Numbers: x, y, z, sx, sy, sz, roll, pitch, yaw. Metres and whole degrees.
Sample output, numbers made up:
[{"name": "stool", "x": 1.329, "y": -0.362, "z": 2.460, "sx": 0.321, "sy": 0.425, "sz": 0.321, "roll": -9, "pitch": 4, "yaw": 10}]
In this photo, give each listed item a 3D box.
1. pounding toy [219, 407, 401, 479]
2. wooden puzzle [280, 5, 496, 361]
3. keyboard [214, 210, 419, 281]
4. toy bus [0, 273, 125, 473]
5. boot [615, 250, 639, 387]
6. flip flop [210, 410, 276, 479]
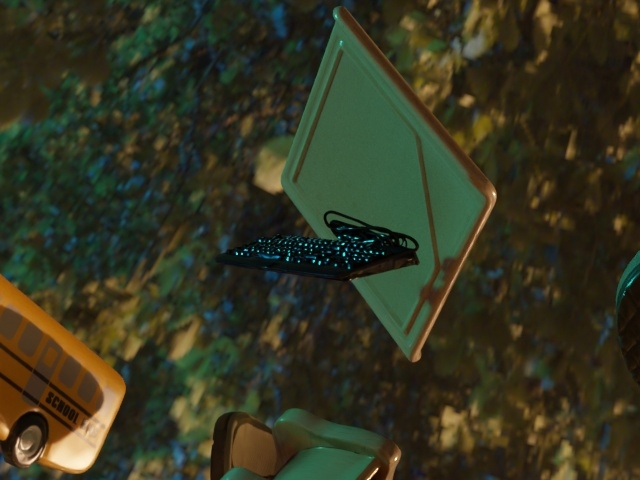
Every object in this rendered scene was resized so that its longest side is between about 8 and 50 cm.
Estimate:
[{"name": "pounding toy", "x": -0.010, "y": 0.260, "z": 1.037, "sx": 0.154, "sy": 0.155, "sz": 0.269, "roll": 28, "pitch": -39, "yaw": 24}, {"name": "wooden puzzle", "x": 0.055, "y": -0.046, "z": 1.245, "sx": 0.221, "sy": 0.044, "sz": 0.238, "roll": 54, "pitch": -32, "yaw": 28}, {"name": "keyboard", "x": 0.000, "y": 0.000, "z": 1.173, "sx": 0.192, "sy": 0.100, "sz": 0.038, "roll": 7, "pitch": -73, "yaw": 55}, {"name": "toy bus", "x": -0.303, "y": 0.100, "z": 1.273, "sx": 0.108, "sy": 0.130, "sz": 0.332, "roll": 12, "pitch": -23, "yaw": 30}, {"name": "boot", "x": 0.245, "y": 0.049, "z": 0.906, "sx": 0.083, "sy": 0.161, "sz": 0.246, "roll": -34, "pitch": -57, "yaw": 22}, {"name": "flip flop", "x": -0.017, "y": 0.229, "z": 1.358, "sx": 0.080, "sy": 0.112, "sz": 0.277, "roll": -13, "pitch": -31, "yaw": 27}]
